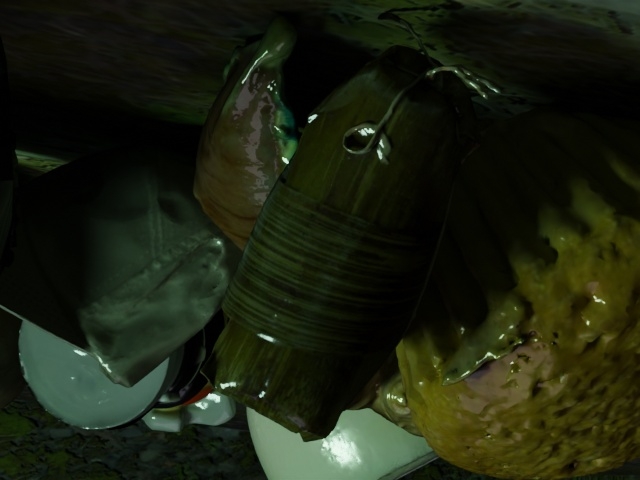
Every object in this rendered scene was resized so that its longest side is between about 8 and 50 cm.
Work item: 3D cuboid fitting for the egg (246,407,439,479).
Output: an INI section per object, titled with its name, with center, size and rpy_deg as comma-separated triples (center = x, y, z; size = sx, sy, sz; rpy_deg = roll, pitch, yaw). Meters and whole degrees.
[egg]
center = 0.065, 0.101, 1.303
size = 0.286, 0.174, 0.264
rpy_deg = -25, 178, -28

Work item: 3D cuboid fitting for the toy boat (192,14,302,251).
[toy boat]
center = -0.009, -0.032, 0.849
size = 0.099, 0.108, 0.293
rpy_deg = -31, 155, 8

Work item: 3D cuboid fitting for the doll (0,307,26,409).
[doll]
center = -0.440, 0.095, 1.539
size = 0.330, 0.174, 0.235
rpy_deg = 6, -161, 13

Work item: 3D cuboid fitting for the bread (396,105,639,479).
[bread]
center = 0.147, 0.033, 0.838
size = 0.240, 0.139, 0.240
rpy_deg = -18, 141, -15

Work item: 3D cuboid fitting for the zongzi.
[zongzi]
center = 0.029, -0.015, 0.757
size = 0.084, 0.187, 0.184
rpy_deg = 29, -163, 9

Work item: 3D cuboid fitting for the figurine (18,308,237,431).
[figurine]
center = -0.129, 0.065, 1.220
size = 0.133, 0.176, 0.236
rpy_deg = 16, -179, 15

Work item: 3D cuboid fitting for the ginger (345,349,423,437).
[ginger]
center = 0.072, 0.083, 1.005
size = 0.148, 0.081, 0.333
rpy_deg = 6, 179, 19

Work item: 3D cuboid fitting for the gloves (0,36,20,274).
[gloves]
center = -0.255, -0.034, 0.729
size = 0.135, 0.210, 0.312
rpy_deg = -26, -178, -38

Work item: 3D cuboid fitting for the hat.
[hat]
center = -0.148, -0.035, 0.920
size = 0.245, 0.149, 0.214
rpy_deg = 46, -175, -25
